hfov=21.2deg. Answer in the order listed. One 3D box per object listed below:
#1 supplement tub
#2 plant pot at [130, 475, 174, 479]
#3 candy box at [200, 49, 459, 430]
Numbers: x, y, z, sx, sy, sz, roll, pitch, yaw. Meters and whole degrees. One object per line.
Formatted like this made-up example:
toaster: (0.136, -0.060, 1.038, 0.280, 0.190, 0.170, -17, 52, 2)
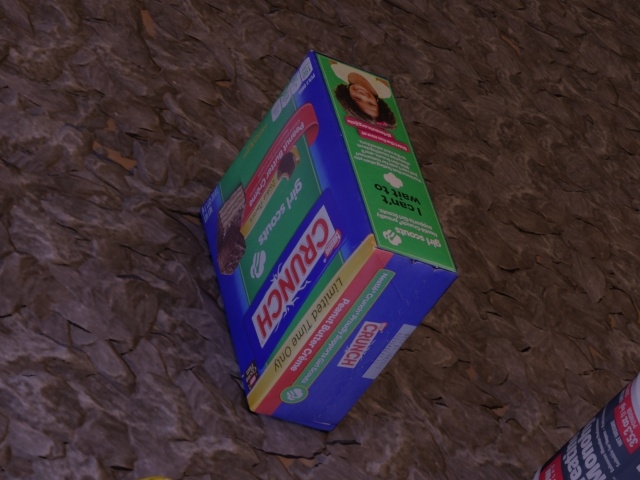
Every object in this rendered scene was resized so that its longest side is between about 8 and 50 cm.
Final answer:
supplement tub: (0.350, 0.280, 1.884, 0.191, 0.272, 0.191, 28, 32, -20)
plant pot: (-0.157, 0.265, 1.525, 0.134, 0.095, 0.134, 27, 33, -20)
candy box: (0.000, 0.000, 1.872, 0.122, 0.268, 0.317, 14, 39, -31)
